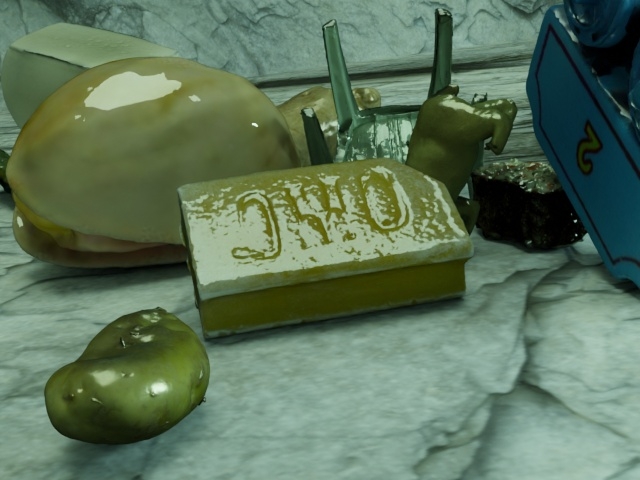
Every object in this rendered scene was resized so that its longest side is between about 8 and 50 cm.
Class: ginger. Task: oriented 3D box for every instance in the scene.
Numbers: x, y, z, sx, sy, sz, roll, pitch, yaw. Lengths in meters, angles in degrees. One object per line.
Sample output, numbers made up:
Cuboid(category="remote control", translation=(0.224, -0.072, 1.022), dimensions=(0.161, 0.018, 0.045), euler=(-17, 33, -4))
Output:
Cuboid(category="ginger", translation=(-0.024, -0.131, 1.379), dimensions=(0.190, 0.126, 0.354), euler=(-31, -1, 42))

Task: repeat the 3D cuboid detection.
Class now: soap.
Cuboid(category="soap", translation=(0.000, 0.000, 0.889), dimensions=(0.232, 0.073, 0.140), euler=(-8, 47, -10))

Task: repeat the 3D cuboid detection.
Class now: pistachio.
Cuboid(category="pistachio", translation=(-0.174, -0.076, 1.087), dimensions=(0.309, 0.230, 0.230), euler=(-16, 17, -21))

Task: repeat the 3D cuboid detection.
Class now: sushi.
Cuboid(category="sushi", translation=(0.214, -0.042, 1.055), dimensions=(0.091, 0.078, 0.150), euler=(-11, 14, -20))

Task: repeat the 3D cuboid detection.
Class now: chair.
Cuboid(category="chair", translation=(0.089, -0.123, 1.195), dimensions=(0.203, 0.274, 0.190), euler=(-3, 52, 3))

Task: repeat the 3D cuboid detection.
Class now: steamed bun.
Cuboid(category="steamed bun", translation=(-0.310, -0.192, 1.416), dimensions=(0.242, 0.164, 0.146), euler=(17, 32, 21))

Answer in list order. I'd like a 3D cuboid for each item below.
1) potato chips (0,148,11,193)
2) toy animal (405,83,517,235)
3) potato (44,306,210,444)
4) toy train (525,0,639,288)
Cuboid(category="potato chips", translation=(-0.305, -0.113, 1.546), dimensions=(0.358, 0.070, 0.429), euler=(-14, 17, -38))
Cuboid(category="toy animal", translation=(0.111, -0.054, 0.992), dimensions=(0.101, 0.218, 0.103), euler=(21, 0, 6))
Cuboid(category="potato", translation=(-0.123, 0.093, 0.668), dimensions=(0.092, 0.070, 0.138), euler=(1, 17, 17))
Cuboid(category="toy train", translation=(0.303, -0.122, 0.878), dimensions=(0.188, 0.265, 0.300), euler=(-6, 48, -11))
